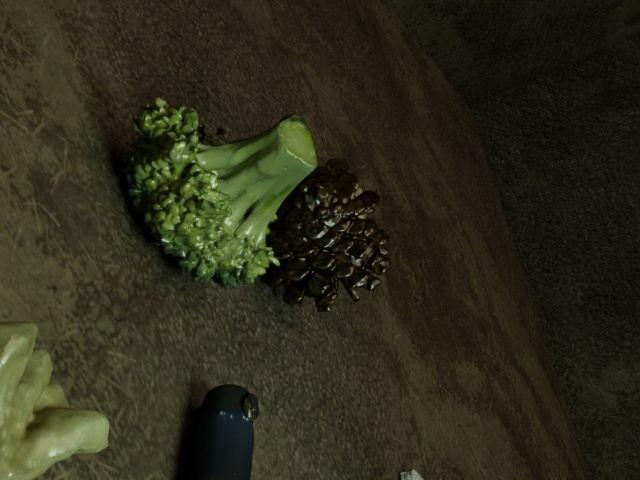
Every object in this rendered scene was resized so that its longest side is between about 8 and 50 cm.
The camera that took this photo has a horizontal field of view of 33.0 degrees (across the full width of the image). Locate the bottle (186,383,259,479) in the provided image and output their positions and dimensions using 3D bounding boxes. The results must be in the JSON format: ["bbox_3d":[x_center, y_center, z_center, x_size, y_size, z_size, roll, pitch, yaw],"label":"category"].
[{"bbox_3d":[-0.112,0.267,1.210,0.072,0.082,0.244,50,25,-32],"label":"bottle"}]

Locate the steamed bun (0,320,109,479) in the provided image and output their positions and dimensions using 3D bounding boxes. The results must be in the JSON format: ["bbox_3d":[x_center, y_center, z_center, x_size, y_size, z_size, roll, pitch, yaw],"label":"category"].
[{"bbox_3d":[-0.290,0.152,0.755,0.428,0.189,0.247,46,20,-43],"label":"steamed bun"}]

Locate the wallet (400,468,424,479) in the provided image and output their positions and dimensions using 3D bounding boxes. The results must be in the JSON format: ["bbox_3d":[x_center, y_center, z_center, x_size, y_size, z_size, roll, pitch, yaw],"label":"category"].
[{"bbox_3d":[0.189,0.461,1.832,0.190,0.033,0.095,48,25,-43],"label":"wallet"}]

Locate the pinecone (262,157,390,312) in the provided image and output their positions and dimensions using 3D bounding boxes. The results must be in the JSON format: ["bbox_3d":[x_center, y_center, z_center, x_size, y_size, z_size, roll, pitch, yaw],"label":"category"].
[{"bbox_3d":[0.001,0.002,1.638,0.201,0.203,0.228,47,42,-42],"label":"pinecone"}]

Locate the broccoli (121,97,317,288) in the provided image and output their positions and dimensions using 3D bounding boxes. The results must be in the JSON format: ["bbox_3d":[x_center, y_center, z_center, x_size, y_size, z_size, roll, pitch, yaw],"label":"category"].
[{"bbox_3d":[-0.112,-0.086,1.372,0.263,0.243,0.247,58,34,-8],"label":"broccoli"}]

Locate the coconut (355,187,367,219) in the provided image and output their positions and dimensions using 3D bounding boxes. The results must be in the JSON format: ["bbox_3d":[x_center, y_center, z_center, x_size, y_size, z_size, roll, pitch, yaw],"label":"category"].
[{"bbox_3d":[0.022,-0.041,1.866,0.116,0.116,0.122,60,22,-15],"label":"coconut"}]
